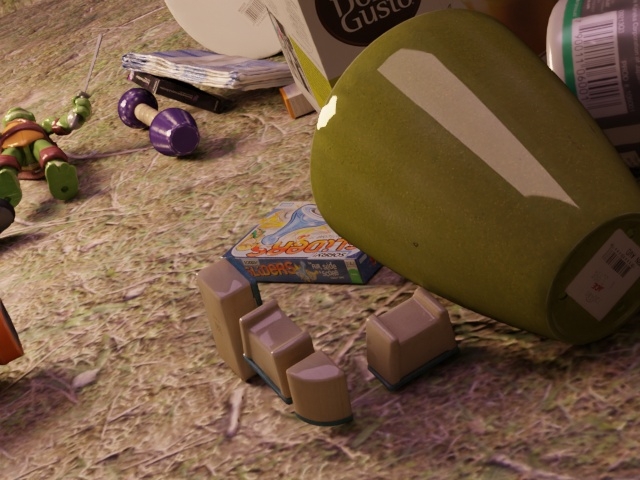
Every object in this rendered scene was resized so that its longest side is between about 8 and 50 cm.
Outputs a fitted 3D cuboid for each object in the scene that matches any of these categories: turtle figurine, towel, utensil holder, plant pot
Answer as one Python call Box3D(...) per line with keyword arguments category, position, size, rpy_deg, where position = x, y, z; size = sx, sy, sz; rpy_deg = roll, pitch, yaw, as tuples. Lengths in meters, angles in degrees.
Box3D(category="turtle figurine", position=(-0.467, -0.189, 2.038), size=(0.275, 0.197, 0.266), rpy_deg=(-56, 35, 24))
Box3D(category="towel", position=(-0.162, -0.285, 2.117), size=(0.285, 0.034, 0.209), rpy_deg=(15, 20, 40))
Box3D(category="utensil holder", position=(-0.086, -0.552, 2.389), size=(0.327, 0.328, 0.385), rpy_deg=(-6, 29, 30))
Box3D(category="plant pot", position=(0.178, -0.038, 1.228), size=(0.274, 0.275, 0.293), rpy_deg=(-28, 41, -16))

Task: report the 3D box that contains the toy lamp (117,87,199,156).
Box3D(category="toy lamp", position=(-0.254, -0.185, 2.057), size=(0.080, 0.080, 0.274), rpy_deg=(-27, 22, -13))

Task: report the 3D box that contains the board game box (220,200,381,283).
Box3D(category="board game box", position=(0.000, 0.000, 1.517), size=(0.201, 0.035, 0.136), rpy_deg=(-1, 31, 37))

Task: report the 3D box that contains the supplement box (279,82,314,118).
Box3D(category="supplement box", position=(-0.009, -0.227, 1.995), size=(0.098, 0.036, 0.062), rpy_deg=(-21, 24, -1))

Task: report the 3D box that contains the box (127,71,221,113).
Box3D(category="box", position=(-0.245, -0.253, 2.163), size=(0.116, 0.029, 0.162), rpy_deg=(15, 10, -28))

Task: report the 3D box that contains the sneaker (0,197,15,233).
Box3D(category="sneaker", position=(-0.547, 0.014, 1.896), size=(0.223, 0.083, 0.098), rpy_deg=(-21, 45, 10))

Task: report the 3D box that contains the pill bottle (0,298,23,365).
Box3D(category="pill bottle", position=(-0.466, 0.142, 1.473), size=(0.245, 0.130, 0.130), rpy_deg=(-24, 24, -9))

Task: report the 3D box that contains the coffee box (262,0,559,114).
Box3D(category="coffee box", position=(0.108, -0.349, 1.722), size=(0.337, 0.334, 0.338), rpy_deg=(-25, 34, -3))

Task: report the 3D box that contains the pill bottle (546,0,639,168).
Box3D(category="pill bottle", position=(0.440, -0.194, 1.374), size=(0.361, 0.204, 0.204), rpy_deg=(-7, 28, 26))

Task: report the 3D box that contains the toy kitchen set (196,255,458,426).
Box3D(category="toy kitchen set", position=(0.008, 0.090, 1.273), size=(0.166, 0.122, 0.207), rpy_deg=(-29, 46, -20))
